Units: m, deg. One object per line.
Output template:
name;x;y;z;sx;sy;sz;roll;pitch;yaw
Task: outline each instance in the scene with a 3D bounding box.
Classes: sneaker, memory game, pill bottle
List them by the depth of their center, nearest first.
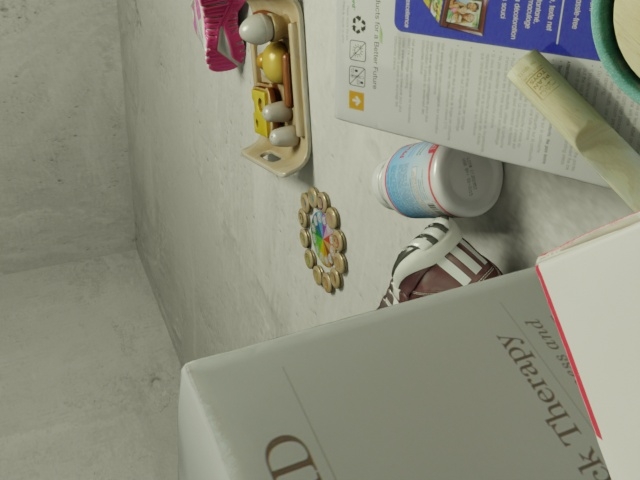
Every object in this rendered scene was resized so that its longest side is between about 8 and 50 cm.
pill bottle;0.123;-0.068;0.787;0.160;0.087;0.087;-177;77;-66
sneaker;0.151;0.098;0.794;0.162;0.106;0.281;41;163;17
memory game;0.000;0.000;1.209;0.186;0.012;0.186;169;90;-67
sneaker;-0.203;-0.456;1.349;0.111;0.102;0.252;57;149;38

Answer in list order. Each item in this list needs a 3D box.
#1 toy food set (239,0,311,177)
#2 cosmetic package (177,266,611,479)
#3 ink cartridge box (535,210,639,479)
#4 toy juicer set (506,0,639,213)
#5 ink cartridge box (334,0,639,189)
toy food set;-0.107;-0.279;1.222;0.219;0.092;0.306;-147;50;-59
cosmetic package;0.124;0.258;0.545;0.329;0.393;0.328;60;152;35
ink cartridge box;0.251;0.055;0.350;0.100;0.237;0.172;-40;64;62
toy juicer set;0.201;-0.155;0.429;0.209;0.089;0.329;35;131;25
ink cartridge box;0.170;-0.151;0.566;0.370;0.069;0.176;23;124;36
